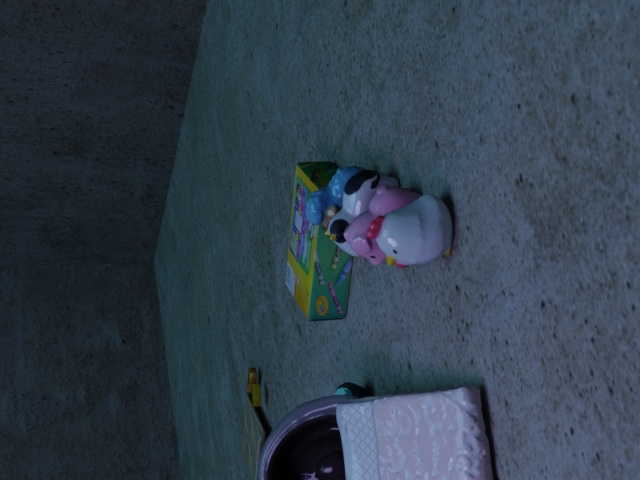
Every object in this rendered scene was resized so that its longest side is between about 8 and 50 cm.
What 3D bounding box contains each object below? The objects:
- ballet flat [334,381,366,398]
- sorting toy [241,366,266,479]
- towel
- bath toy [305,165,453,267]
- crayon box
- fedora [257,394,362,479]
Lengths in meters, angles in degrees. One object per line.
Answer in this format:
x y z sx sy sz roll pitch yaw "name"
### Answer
0.065 0.364 1.643 0.074 0.074 0.203 168 99 -71 "ballet flat"
-0.173 0.516 2.401 0.229 0.041 0.307 -122 34 -63 "sorting toy"
0.144 0.393 1.322 0.317 0.054 0.331 -18 76 54 "towel"
0.086 -0.030 1.430 0.348 0.129 0.151 -149 58 -67 "bath toy"
0.000 0.000 1.753 0.165 0.081 0.278 -128 40 -59 "crayon box"
0.030 0.394 1.544 0.243 0.275 0.124 56 -170 11 "fedora"
